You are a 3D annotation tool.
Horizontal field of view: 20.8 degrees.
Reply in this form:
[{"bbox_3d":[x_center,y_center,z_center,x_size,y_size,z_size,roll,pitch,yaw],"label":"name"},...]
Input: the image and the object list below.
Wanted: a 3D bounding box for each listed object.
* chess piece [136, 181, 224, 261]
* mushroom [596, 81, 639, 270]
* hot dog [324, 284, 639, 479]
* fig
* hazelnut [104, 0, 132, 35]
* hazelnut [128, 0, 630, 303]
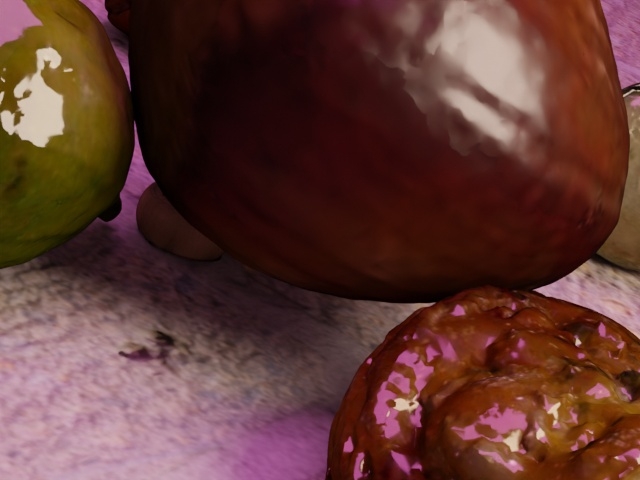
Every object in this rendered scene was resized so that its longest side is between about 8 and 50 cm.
[{"bbox_3d":[-0.107,-0.017,1.401,0.084,0.038,0.083,19,23,-8],"label":"chess piece"},{"bbox_3d":[0.327,-0.051,1.733,0.164,0.190,0.267,59,2,14],"label":"mushroom"},{"bbox_3d":[0.177,0.136,1.119,0.267,0.174,0.388,24,19,33],"label":"hot dog"},{"bbox_3d":[-0.240,-0.095,1.223,0.233,0.233,0.314,24,12,5],"label":"fig"},{"bbox_3d":[-0.132,-0.267,1.820,0.208,0.208,0.208,19,21,-8],"label":"hazelnut"},{"bbox_3d":[0.049,-0.126,1.289,0.421,0.353,0.421,46,6,-6],"label":"hazelnut"}]
